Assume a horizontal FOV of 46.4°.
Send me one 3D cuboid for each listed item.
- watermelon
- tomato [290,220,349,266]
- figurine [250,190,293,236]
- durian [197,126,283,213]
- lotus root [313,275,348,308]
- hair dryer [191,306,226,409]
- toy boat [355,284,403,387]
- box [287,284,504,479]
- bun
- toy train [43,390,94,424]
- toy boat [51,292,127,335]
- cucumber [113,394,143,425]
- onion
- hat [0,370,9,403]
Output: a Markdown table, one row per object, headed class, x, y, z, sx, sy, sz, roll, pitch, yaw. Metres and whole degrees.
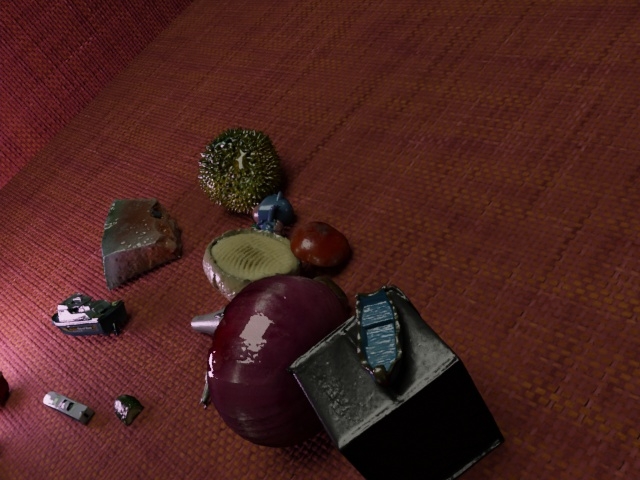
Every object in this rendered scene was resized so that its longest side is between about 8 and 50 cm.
| class | x | y | z | sx | sy | sz | roll | pitch | yaw |
| --- | --- | --- | --- | --- | --- | --- | --- | --- | --- |
| watermelon | -0.597 | -0.014 | 2.367 | 0.302 | 0.151 | 0.264 | -24 | 39 | 15 |
| tomato | 0.000 | 0.000 | 1.910 | 0.156 | 0.069 | 0.155 | 9 | 34 | -6 |
| figurine | -0.153 | -0.047 | 2.117 | 0.144 | 0.114 | 0.178 | -10 | 54 | 31 |
| durian | -0.243 | -0.222 | 2.257 | 0.291 | 0.224 | 0.291 | -15 | 44 | 15 |
| lotus root | 0.008 | 0.154 | 1.786 | 0.081 | 0.112 | 0.122 | 36 | 77 | 33 |
| hair dryer | -0.288 | 0.275 | 1.922 | 0.229 | 0.092 | 0.267 | 15 | 70 | 53 |
| toy boat | 0.093 | 0.157 | 1.207 | 0.075 | 0.077 | 0.185 | -16 | 50 | 15 |
| box | 0.143 | 0.302 | 1.354 | 0.251 | 0.345 | 0.204 | -37 | 44 | -3 |
| bun | -0.177 | 0.083 | 1.923 | 0.259 | 0.152 | 0.259 | 5 | 32 | -3 |
| toy train | -0.702 | 0.455 | 2.055 | 0.207 | 0.047 | 0.043 | 8 | 55 | 40 |
| toy boat | -0.711 | 0.224 | 2.237 | 0.296 | 0.122 | 0.114 | -5 | 23 | 37 |
| cucumber | -0.514 | 0.431 | 1.950 | 0.107 | 0.035 | 0.067 | 20 | 66 | 48 |
| onion | -0.061 | 0.252 | 1.533 | 0.358 | 0.358 | 0.345 | -48 | 27 | -15 |
| hat | -1.040 | 0.476 | 2.261 | 0.227 | 0.129 | 0.140 | -28 | 60 | 38 |
